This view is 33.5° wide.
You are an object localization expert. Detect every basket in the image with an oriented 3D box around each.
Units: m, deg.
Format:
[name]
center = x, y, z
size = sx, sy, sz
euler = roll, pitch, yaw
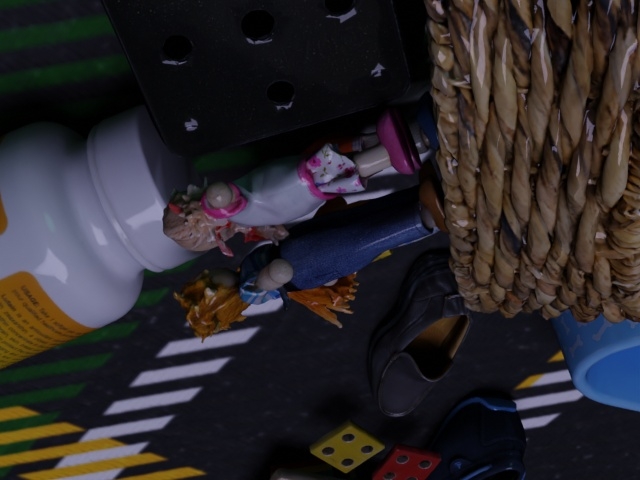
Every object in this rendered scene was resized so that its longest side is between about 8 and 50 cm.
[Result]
[basket]
center = 0.176, -0.082, 0.517
size = 0.223, 0.214, 0.299
euler = 3, 148, 14

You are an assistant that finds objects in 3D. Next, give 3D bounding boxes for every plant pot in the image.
[plant pot]
center = -0.037, -0.152, 0.552
size = 0.188, 0.167, 0.187
euler = -16, 132, 3

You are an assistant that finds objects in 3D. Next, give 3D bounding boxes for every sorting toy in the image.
[sorting toy]
center = -0.002, 0.246, 0.984
size = 0.132, 0.046, 0.275
euler = 14, 128, -20

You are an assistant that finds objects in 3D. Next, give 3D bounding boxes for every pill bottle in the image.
[pill bottle]
center = -0.199, 0.007, 0.683
size = 0.245, 0.136, 0.136
euler = -22, 130, 11

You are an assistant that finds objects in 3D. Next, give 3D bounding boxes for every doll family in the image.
[doll family]
center = 0.000, 0.000, 0.627
size = 0.163, 0.263, 0.118
euler = -22, 93, 15

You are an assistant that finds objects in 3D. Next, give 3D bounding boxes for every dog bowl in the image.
[dog bowl]
center = 0.320, 0.087, 0.844
size = 0.297, 0.074, 0.166
euler = 15, 147, -20

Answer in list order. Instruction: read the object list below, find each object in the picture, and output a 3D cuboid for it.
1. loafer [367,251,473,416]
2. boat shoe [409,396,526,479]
[loafer]
center = 0.078, 0.089, 0.849
size = 0.062, 0.061, 0.170
euler = 3, 131, -13
[boat shoe]
center = 0.116, 0.253, 0.980
size = 0.109, 0.089, 0.258
euler = 1, 131, -10
